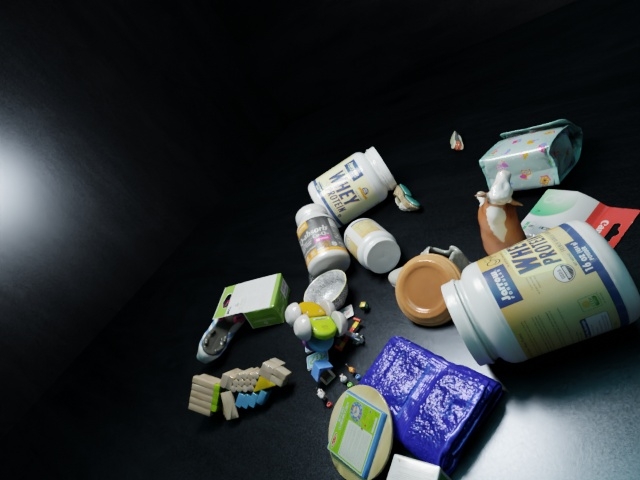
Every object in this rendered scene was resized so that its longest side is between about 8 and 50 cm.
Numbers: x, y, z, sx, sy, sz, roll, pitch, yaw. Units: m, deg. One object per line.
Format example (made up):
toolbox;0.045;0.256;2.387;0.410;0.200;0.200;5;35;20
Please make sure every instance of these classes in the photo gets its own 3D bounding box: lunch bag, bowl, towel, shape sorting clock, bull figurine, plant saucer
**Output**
lunch bag;0.668;-0.275;1.281;0.262;0.160;0.224;-41;22;-32
bowl;0.035;0.189;1.395;0.170;0.080;0.170;-28;30;17
towel;0.221;0.350;0.935;0.227;0.076;0.308;-47;29;-18
shape sorting clock;0.090;0.441;0.939;0.206;0.040;0.206;-29;49;39
bull figurine;0.454;-0.032;1.016;0.101;0.309;0.188;-11;20;23
plant saucer;0.290;0.133;1.110;0.200;0.037;0.199;-10;74;38

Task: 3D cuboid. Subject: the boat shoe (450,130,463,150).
boat shoe;0.581;-0.423;1.730;0.043;0.049;0.137;14;39;3

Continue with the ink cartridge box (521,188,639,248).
ink cartridge box;0.657;-0.049;1.059;0.181;0.056;0.225;-46;27;-15

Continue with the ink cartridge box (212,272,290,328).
ink cartridge box;-0.264;0.245;1.587;0.256;0.096;0.188;-15;33;16

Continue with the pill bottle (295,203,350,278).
pill bottle;0.000;0.000;1.550;0.162;0.162;0.278;-31;50;13

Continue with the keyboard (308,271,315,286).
keyboard;-0.004;0.124;1.602;0.108;0.023;0.180;-30;29;14

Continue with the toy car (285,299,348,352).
toy car;-0.017;0.264;1.224;0.159;0.136;0.182;-2;19;-25

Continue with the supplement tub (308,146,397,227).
supplement tub;0.138;-0.226;1.738;0.325;0.235;0.235;-33;28;11

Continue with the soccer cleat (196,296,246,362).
soccer cleat;-0.387;0.343;1.624;0.143;0.116;0.331;-49;5;41

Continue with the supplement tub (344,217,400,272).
supplement tub;0.179;0.017;1.417;0.144;0.144;0.199;-38;28;0

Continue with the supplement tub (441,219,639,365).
supplement tub;0.445;0.119;0.861;0.317;0.228;0.228;-28;29;18

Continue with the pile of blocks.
pile of blocks;-0.242;0.471;1.295;0.363;0.148;0.113;-17;-10;18

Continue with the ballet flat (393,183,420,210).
ballet flat;0.335;-0.153;1.599;0.067;0.073;0.206;-58;17;23

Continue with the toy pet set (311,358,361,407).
toy pet set;0.028;0.376;1.133;0.122;0.065;0.114;-42;28;-9

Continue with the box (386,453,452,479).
box;0.188;0.472;0.758;0.102;0.101;0.087;-9;40;43

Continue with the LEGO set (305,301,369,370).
LEGO set;0.046;0.277;1.277;0.245;0.060;0.182;-29;32;15

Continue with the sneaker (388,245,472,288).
sneaker;0.310;0.071;1.207;0.263;0.121;0.099;-16;34;35
